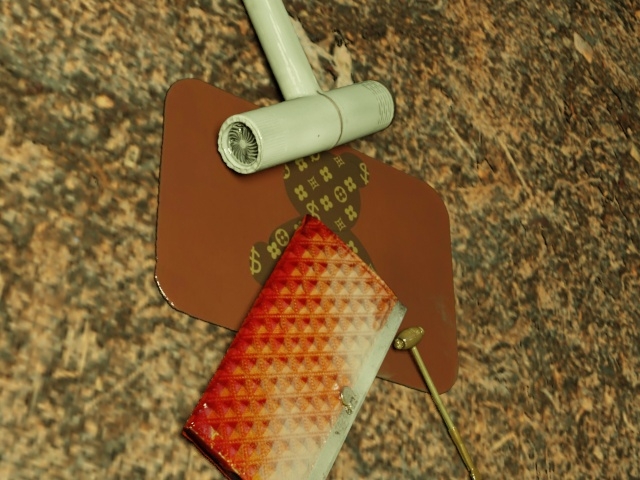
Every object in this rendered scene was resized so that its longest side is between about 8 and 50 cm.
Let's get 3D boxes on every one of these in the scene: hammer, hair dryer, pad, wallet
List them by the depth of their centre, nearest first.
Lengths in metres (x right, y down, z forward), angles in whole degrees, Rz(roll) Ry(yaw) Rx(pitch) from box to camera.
[{"bbox_3d":[-0.011,0.079,0.747,0.103,0.020,0.196,46,47,-17],"label":"wallet"},{"bbox_3d":[0.000,0.000,0.817,0.267,0.004,0.181,21,56,-35],"label":"pad"},{"bbox_3d":[0.086,0.118,0.826,0.029,0.014,0.123,-28,95,-36],"label":"hammer"},{"bbox_3d":[-0.043,-0.141,0.828,0.155,0.044,0.183,-23,78,-49],"label":"hair dryer"}]
